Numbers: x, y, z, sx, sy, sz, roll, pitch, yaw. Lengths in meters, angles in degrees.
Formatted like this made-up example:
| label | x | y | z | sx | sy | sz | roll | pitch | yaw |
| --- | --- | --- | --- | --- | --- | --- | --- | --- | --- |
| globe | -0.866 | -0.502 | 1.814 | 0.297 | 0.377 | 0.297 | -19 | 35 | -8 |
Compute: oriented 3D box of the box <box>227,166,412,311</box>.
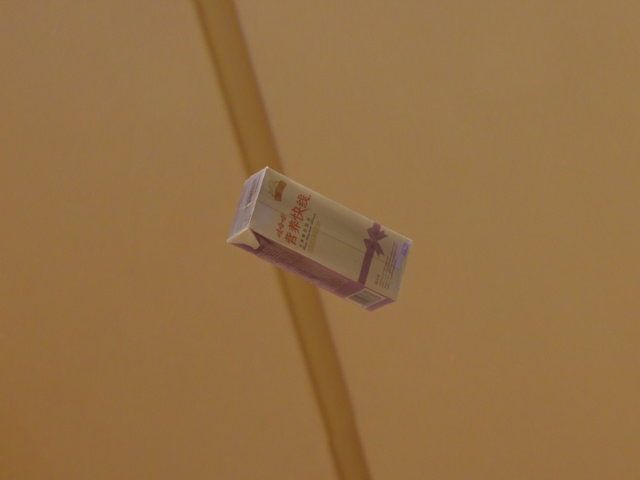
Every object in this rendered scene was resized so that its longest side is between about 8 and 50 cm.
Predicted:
| label | x | y | z | sx | sy | sz | roll | pitch | yaw |
| --- | --- | --- | --- | --- | --- | --- | --- | --- | --- |
| box | 0.000 | 0.000 | 1.059 | 0.117 | 0.050 | 0.036 | 28 | -29 | -19 |
